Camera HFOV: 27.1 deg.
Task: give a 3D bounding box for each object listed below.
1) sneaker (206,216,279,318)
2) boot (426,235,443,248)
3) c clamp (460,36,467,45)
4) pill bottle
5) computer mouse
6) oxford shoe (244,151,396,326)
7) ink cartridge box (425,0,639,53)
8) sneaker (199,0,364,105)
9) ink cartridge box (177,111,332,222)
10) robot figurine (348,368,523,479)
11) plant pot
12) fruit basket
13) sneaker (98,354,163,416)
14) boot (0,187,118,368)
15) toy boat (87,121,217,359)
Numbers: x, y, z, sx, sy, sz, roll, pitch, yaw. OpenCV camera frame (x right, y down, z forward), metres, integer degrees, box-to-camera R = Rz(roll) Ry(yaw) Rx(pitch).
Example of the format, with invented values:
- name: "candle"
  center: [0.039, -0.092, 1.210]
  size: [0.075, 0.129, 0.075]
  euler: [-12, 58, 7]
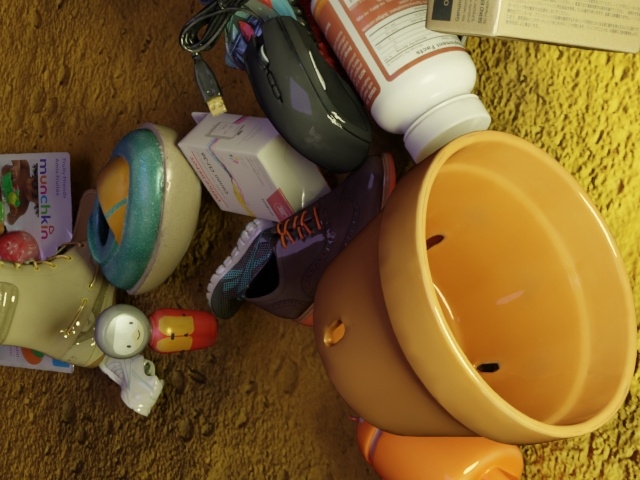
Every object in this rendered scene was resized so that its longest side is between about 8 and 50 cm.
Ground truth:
- name: "sneaker"
  center: [-0.084, 0.047, 1.653]
  size: [0.076, 0.065, 0.166]
  euler: [50, 127, 27]
- name: "boot"
  center: [0.126, -0.017, 1.436]
  size: [0.158, 0.059, 0.084]
  euler: [5, 91, 47]
- name: "c clamp"
  center: [0.129, -0.296, 1.442]
  size: [0.160, 0.022, 0.137]
  euler: [51, 126, 31]
- name: "pill bottle"
  center: [0.088, -0.192, 1.407]
  size: [0.121, 0.121, 0.216]
  euler: [-43, 68, 39]
- name: "computer mouse"
  center: [-0.066, -0.167, 1.462]
  size: [0.184, 0.060, 0.262]
  euler: [-34, 84, 40]
- name: "oxford shoe"
  center: [0.000, 0.000, 1.504]
  size: [0.271, 0.098, 0.097]
  euler: [-58, 29, 38]
- name: "ink cartridge box"
  center: [0.208, -0.275, 1.207]
  size: [0.088, 0.235, 0.193]
  euler: [14, 101, 44]
- name: "sneaker"
  center: [-0.047, -0.226, 1.534]
  size: [0.125, 0.104, 0.262]
  euler: [-42, 72, 31]
- name: "ink cartridge box"
  center: [-0.092, -0.089, 1.606]
  size: [0.198, 0.067, 0.115]
  euler: [12, 142, 49]
- name: "robot figurine"
  center: [0.123, 0.224, 1.396]
  size: [0.219, 0.128, 0.158]
  euler: [43, 134, 36]
- name: "plant pot"
  center: [0.131, 0.068, 1.264]
  size: [0.203, 0.291, 0.291]
  euler: [-29, 71, 43]
- name: "fruit basket"
  center: [-0.506, 0.031, 2.021]
  size: [0.353, 0.165, 0.327]
  euler: [2, 93, 43]
- name: "sneaker"
  center: [-0.264, 0.181, 1.861]
  size: [0.061, 0.054, 0.152]
  euler: [-52, 49, 5]
- name: "boot"
  center: [-0.381, 0.033, 1.837]
  size: [0.095, 0.203, 0.262]
  euler: [-10, 69, 50]
- name: "toy boat"
  center: [-0.229, 0.007, 1.682]
  size: [0.267, 0.148, 0.318]
  euler: [118, 144, -48]
